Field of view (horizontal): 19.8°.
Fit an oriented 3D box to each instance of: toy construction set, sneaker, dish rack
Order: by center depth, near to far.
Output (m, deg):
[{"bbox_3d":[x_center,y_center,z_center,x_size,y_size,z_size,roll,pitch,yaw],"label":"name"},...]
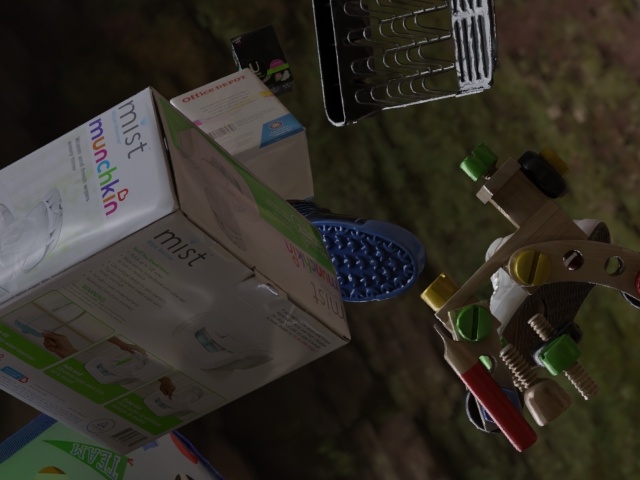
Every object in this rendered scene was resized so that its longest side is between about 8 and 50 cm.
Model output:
[{"bbox_3d":[0.000,0.000,1.637,0.090,0.232,0.081,-42,-52,-49],"label":"sneaker"},{"bbox_3d":[0.175,0.043,1.764,0.237,0.257,0.309,51,-154,-1],"label":"toy construction set"},{"bbox_3d":[0.231,0.063,2.127,0.290,0.123,0.106,-41,-51,-50],"label":"sneaker"},{"bbox_3d":[0.103,-0.256,2.200,0.074,0.271,0.208,-8,-89,-38],"label":"dish rack"}]

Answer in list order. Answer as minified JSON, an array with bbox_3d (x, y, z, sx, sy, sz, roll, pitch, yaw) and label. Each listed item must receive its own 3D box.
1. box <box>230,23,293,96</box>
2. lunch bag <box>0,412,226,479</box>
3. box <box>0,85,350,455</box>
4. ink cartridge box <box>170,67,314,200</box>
[{"bbox_3d":[-0.077,-0.230,2.399,0.052,0.062,0.083,93,157,-77],"label":"box"},{"bbox_3d":[-0.210,0.335,1.659,0.328,0.239,0.385,46,-133,6],"label":"lunch bag"},{"bbox_3d":[-0.143,0.035,1.422,0.262,0.231,0.126,39,-152,-51],"label":"box"},{"bbox_3d":[-0.081,-0.097,1.823,0.143,0.092,0.090,50,157,46],"label":"ink cartridge box"}]
